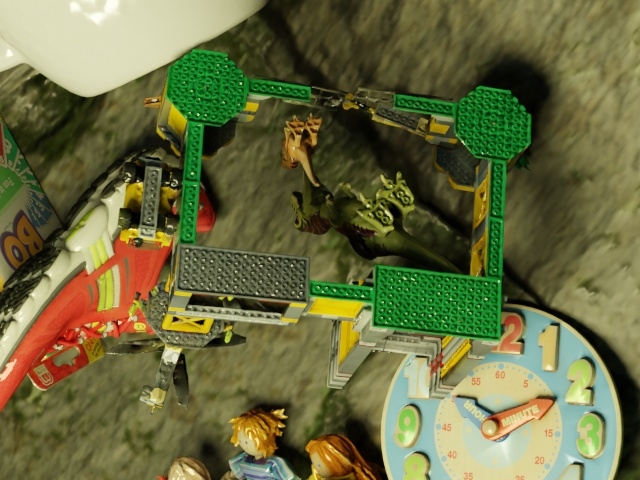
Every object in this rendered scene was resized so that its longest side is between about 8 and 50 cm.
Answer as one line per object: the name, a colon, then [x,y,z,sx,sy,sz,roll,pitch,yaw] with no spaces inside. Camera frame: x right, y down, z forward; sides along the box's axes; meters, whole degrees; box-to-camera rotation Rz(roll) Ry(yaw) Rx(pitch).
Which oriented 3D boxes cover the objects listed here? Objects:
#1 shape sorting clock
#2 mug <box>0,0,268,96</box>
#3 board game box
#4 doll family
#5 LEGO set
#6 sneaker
shape sorting clock: [0.141,0.152,1.456,0.206,0.040,0.206,-7,74,27]
mug: [-0.228,-0.267,1.385,0.374,0.276,0.328,-29,101,-3]
board game box: [-0.272,0.000,1.606,0.039,0.124,0.259,-26,92,26]
doll family: [-0.025,0.230,1.574,0.263,0.118,0.163,5,115,45]
LEGO set: [0.000,0.000,1.403,0.192,0.331,0.255,120,147,-67]
sneaker: [-0.187,0.049,1.517,0.118,0.279,0.107,44,164,-16]
